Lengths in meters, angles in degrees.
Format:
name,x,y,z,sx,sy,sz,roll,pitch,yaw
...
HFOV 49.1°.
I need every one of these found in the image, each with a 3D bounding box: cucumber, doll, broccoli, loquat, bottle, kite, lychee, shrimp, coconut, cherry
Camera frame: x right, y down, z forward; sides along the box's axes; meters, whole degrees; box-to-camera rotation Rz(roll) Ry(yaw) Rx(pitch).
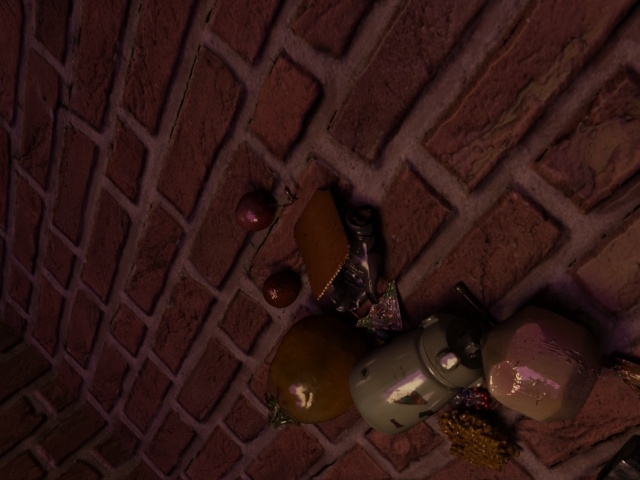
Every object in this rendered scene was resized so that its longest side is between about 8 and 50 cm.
name,x,y,z,sx,sy,sz,roll,pitch,yaw
cucumber,0.174,0.245,1.824,0.105,0.048,0.048,34,136,18
doll,0.332,0.388,1.777,0.195,0.062,0.104,6,141,28
broccoli,-0.121,0.549,2.260,0.130,0.120,0.131,25,164,39
loquat,-0.004,0.345,1.883,0.276,0.284,0.276,43,158,22
bottle,0.254,0.291,1.653,0.229,0.229,0.352,49,124,2
kite,0.123,0.146,1.793,0.244,0.006,0.198,42,124,19
lychee,-0.113,0.142,1.978,0.114,0.140,0.101,-40,83,11
shrimp,0.657,0.287,1.435,0.180,0.041,0.099,27,149,23
coconut,0.446,0.247,1.453,0.230,0.227,0.227,27,135,12
cherry,-0.147,-0.096,1.841,0.225,0.090,0.107,-35,78,40

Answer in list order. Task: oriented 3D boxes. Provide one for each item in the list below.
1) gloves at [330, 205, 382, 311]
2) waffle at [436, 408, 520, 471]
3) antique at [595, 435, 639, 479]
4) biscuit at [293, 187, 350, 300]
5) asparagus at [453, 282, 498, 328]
name,x,y,z,sx,sy,sz,roll,pitch,yaw
gloves,0.097,0.055,1.708,0.142,0.119,0.285,33,123,36
waffle,0.390,0.511,1.786,0.197,0.070,0.193,-12,124,50
antique,0.678,0.519,1.540,0.086,0.088,0.183,32,136,19
biscuit,0.000,0.000,1.739,0.237,0.013,0.232,-57,43,47
asparagus,0.397,0.192,1.604,0.024,0.025,0.248,-44,85,7
